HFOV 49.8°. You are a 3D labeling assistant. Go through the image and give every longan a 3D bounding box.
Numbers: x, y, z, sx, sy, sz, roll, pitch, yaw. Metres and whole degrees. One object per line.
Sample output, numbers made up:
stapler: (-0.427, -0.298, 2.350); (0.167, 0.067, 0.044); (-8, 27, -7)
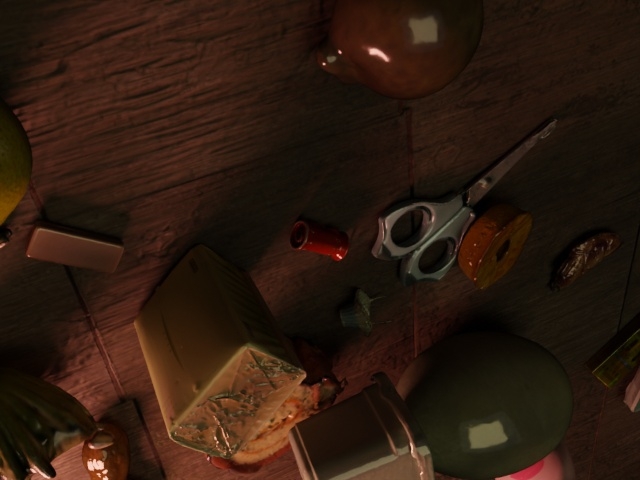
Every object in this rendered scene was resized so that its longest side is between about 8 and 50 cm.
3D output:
longan: (0.091, -0.249, 0.814); (0.204, 0.159, 0.185); (-22, 131, 5)

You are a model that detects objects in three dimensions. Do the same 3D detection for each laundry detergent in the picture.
laundry detergent: (0.408, 0.425, 1.335); (0.159, 0.335, 0.088); (-41, 131, 3)

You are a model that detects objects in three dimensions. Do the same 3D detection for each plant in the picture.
plant: (-0.439, 0.171, 0.902); (0.251, 0.180, 0.334); (-19, 97, -6)

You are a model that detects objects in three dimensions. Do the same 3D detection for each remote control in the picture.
remote control: (0.779, 0.319, 1.619); (0.104, 0.052, 0.247); (-24, 139, -20)

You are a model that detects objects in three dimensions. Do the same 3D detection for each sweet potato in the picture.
sweet potato: (-0.326, 0.378, 1.106); (0.081, 0.062, 0.233); (-21, 133, -15)

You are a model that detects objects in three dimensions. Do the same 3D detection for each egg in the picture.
egg: (0.292, 0.292, 1.236); (0.352, 0.258, 0.259); (3, 121, -26)

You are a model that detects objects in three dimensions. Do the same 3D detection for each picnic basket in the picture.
picnic basket: (0.075, 0.117, 1.131); (0.083, 0.065, 0.083); (-12, 121, 8)

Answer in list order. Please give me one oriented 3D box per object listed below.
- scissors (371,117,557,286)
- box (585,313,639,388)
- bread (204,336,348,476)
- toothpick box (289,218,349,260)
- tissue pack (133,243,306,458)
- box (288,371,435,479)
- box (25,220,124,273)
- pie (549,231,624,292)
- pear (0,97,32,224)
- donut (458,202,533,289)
scissors: (0.243, -0.070, 1.103); (0.360, 0.029, 0.191); (-41, 130, 4)
box: (0.700, 0.245, 1.565); (0.193, 0.030, 0.121); (-46, 131, 10)
bread: (-0.079, 0.258, 1.106); (0.244, 0.123, 0.190); (-32, 133, -3)
toothpick box: (0.000, 0.000, 1.015); (0.083, 0.047, 0.047); (15, 114, -36)
tissue pack: (-0.142, 0.140, 0.915); (0.159, 0.234, 0.125); (-48, 129, 9)
box: (0.071, 0.383, 1.086); (0.182, 0.175, 0.312); (-20, 124, -10)
box: (-0.310, 0.009, 0.874); (0.115, 0.025, 0.048); (15, 109, -35)
pie: (0.501, 0.034, 1.309); (0.170, 0.034, 0.092); (-39, 135, 4)
pear: (-0.384, -0.104, 0.681); (0.180, 0.166, 0.216); (-6, 103, -9)
donut: (0.285, 0.006, 1.140); (0.152, 0.058, 0.152); (-33, 146, -25)
